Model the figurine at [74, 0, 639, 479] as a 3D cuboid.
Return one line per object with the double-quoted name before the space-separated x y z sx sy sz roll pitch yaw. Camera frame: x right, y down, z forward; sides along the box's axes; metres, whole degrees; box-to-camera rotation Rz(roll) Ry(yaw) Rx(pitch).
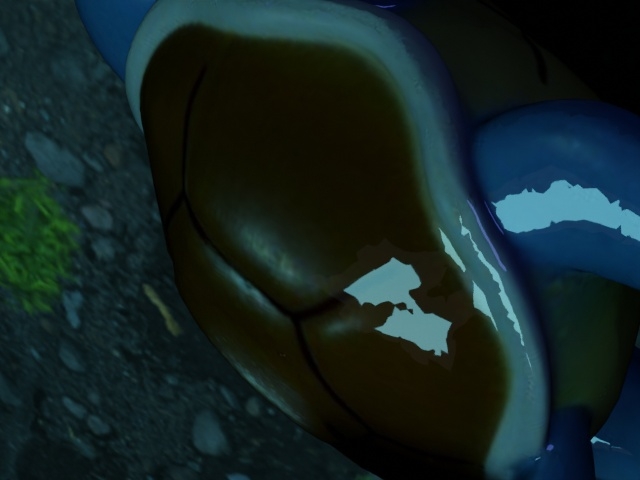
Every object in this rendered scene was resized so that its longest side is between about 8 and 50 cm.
"figurine" 0.039 -0.004 0.691 0.243 0.416 0.298 -16 148 7
